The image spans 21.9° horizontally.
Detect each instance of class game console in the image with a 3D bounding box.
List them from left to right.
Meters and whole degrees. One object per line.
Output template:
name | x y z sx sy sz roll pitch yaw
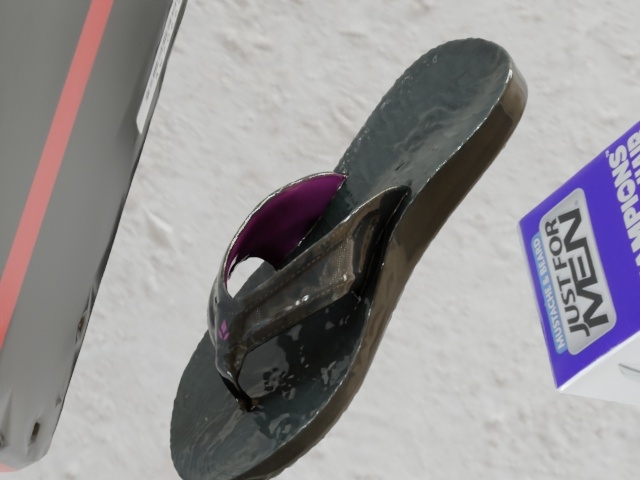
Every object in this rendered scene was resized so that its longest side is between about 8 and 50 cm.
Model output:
game console | -0.081 -0.125 0.506 0.060 0.342 0.387 16 79 3

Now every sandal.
sandal | -0.001 -0.001 1.313 0.107 0.167 0.446 47 66 -36

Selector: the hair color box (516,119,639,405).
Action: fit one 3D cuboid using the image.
hair color box | 0.267 -0.037 0.743 0.185 0.110 0.339 12 142 -32
